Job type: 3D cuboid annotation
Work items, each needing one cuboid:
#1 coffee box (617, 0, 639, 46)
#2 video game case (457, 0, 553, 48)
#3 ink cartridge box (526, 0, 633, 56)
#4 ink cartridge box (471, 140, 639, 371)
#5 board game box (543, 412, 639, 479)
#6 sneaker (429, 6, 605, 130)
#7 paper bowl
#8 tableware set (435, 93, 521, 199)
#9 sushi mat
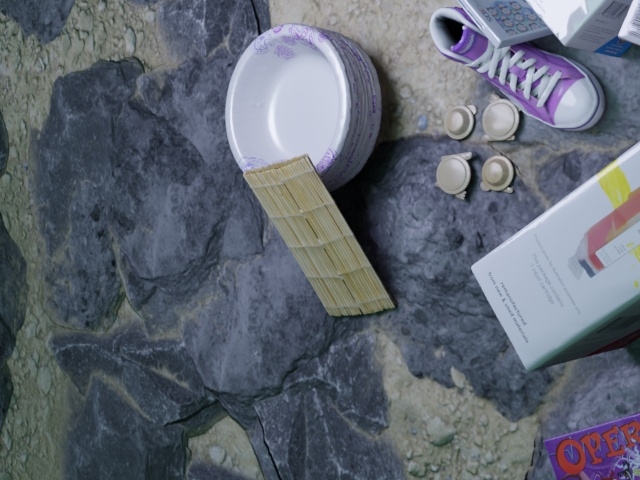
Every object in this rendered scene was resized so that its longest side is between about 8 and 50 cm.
[{"bbox_3d":[0.508,-0.239,1.233,0.246,0.141,0.098,33,112,34],"label":"coffee box"},{"bbox_3d":[0.276,-0.346,1.486,0.143,0.157,0.019,56,149,24],"label":"video game case"},{"bbox_3d":[0.394,-0.391,1.367,0.232,0.171,0.168,-48,62,31],"label":"ink cartridge box"},{"bbox_3d":[0.428,-0.008,1.282,0.385,0.279,0.160,-40,65,34],"label":"ink cartridge box"},{"bbox_3d":[0.489,0.328,1.396,0.347,0.056,0.208,-28,69,39],"label":"board game box"},{"bbox_3d":[0.270,-0.250,1.489,0.282,0.161,0.102,41,115,31],"label":"sneaker"},{"bbox_3d":[-0.017,-0.219,1.747,0.284,0.148,0.284,2,94,42],"label":"paper bowl"},{"bbox_3d":[0.246,-0.146,1.606,0.141,0.020,0.168,9,96,39],"label":"tableware set"},{"bbox_3d":[0.000,0.000,1.711,0.151,0.019,0.316,-10,121,39],"label":"sushi mat"}]
